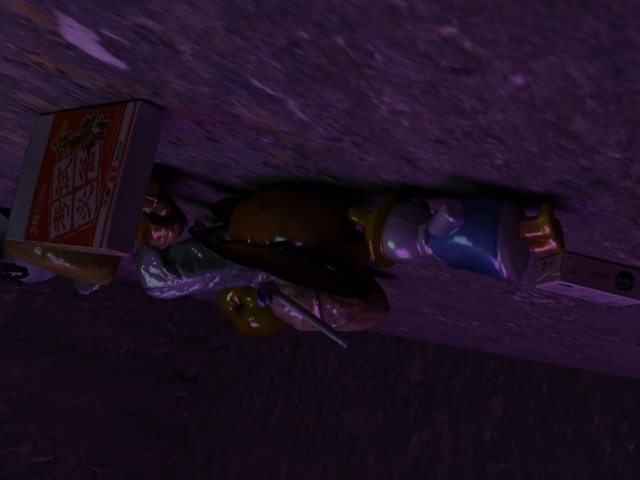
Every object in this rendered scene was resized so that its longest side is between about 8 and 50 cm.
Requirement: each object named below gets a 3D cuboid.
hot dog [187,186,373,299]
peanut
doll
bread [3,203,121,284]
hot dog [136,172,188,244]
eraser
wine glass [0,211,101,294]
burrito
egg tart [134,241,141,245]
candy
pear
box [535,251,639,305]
[{"bbox_3d":[-0.051,-0.020,0.978,0.326,0.107,0.194,17,164,35],"label":"hot dog"},{"bbox_3d":[0.015,0.107,1.470,0.174,0.158,0.340,-23,162,18],"label":"peanut"},{"bbox_3d":[0.141,-0.006,0.809,0.241,0.098,0.135,8,-168,32],"label":"doll"},{"bbox_3d":[-0.575,0.002,1.644,0.270,0.147,0.270,15,167,4],"label":"bread"},{"bbox_3d":[-0.265,-0.048,1.095,0.109,0.072,0.270,60,161,-16],"label":"hot dog"},{"bbox_3d":[-0.267,-0.068,0.806,0.230,0.157,0.038,3,169,43],"label":"eraser"},{"bbox_3d":[-0.770,0.038,2.009,0.191,0.190,0.357,5,172,38],"label":"wine glass"},{"bbox_3d":[-0.182,0.038,1.197,0.229,0.089,0.143,-16,136,-1],"label":"burrito"},{"bbox_3d":[-0.407,-0.020,1.577,0.131,0.052,0.130,13,173,2],"label":"egg tart"},{"bbox_3d":[-0.092,0.086,1.290,0.365,0.124,0.124,34,180,27],"label":"candy"},{"bbox_3d":[-0.157,0.153,1.863,0.200,0.199,0.200,13,170,2],"label":"pear"},{"bbox_3d":[0.373,0.055,1.003,0.125,0.043,0.089,14,170,-3],"label":"box"}]
